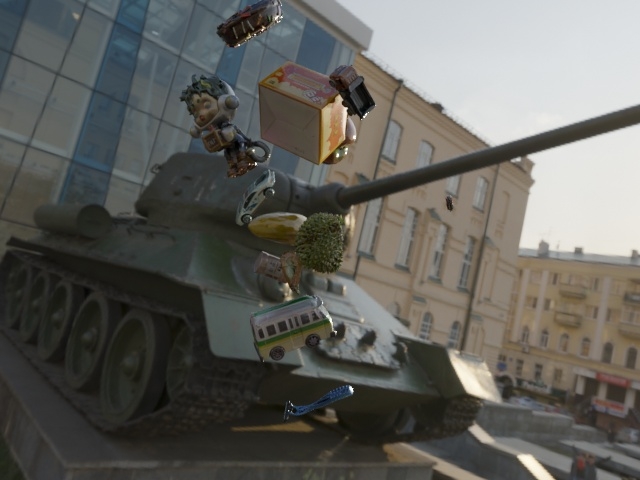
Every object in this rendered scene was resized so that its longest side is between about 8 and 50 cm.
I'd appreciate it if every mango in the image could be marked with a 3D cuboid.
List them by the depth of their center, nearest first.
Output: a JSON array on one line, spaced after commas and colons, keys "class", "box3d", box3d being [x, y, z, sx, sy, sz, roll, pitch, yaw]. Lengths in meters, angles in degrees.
[{"class": "mango", "box3d": [-0.150, -0.051, 2.223, 0.195, 0.143, 0.331, 0, -1, 24]}]

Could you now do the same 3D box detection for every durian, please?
[{"class": "durian", "box3d": [-0.001, 0.003, 2.002, 0.200, 0.237, 0.176, 8, -6, 34]}]

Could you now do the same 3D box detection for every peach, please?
[{"class": "peach", "box3d": [0.032, -0.474, 2.392, 0.252, 0.253, 0.252, 14, -7, 2]}]

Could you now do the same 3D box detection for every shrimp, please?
[{"class": "shrimp", "box3d": [-0.114, 0.132, 2.146, 0.091, 0.184, 0.043, -11, -4, 13]}]

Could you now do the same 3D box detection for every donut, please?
[{"class": "donut", "box3d": [-0.262, -0.815, 1.982, 0.269, 0.269, 0.103, 2, -53, 59]}]

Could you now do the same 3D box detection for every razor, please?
[{"class": "razor", "box3d": [-0.007, 0.523, 1.718, 0.253, 0.082, 0.042, -27, -62, 21]}]

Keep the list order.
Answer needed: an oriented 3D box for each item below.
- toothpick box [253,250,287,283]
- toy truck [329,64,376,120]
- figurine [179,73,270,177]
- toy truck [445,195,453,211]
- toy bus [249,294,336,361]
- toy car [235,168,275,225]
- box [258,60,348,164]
[{"class": "toothpick box", "box3d": [-0.198, 0.115, 2.257, 0.148, 0.099, 0.098, 22, -9, -16]}, {"class": "toy truck", "box3d": [0.116, -0.521, 1.865, 0.092, 0.083, 0.192, 20, -29, 56]}, {"class": "figurine", "box3d": [-0.367, -0.417, 1.904, 0.260, 0.382, 0.186, -24, -4, 23]}, {"class": "toy truck", "box3d": [0.461, -0.133, 1.894, 0.024, 0.032, 0.083, -15, -33, 10]}, {"class": "toy bus", "box3d": [-0.110, 0.320, 2.013, 0.305, 0.179, 0.143, -16, 19, -13]}, {"class": "toy car", "box3d": [-0.206, -0.131, 1.633, 0.056, 0.205, 0.095, 32, 26, -26]}, {"class": "box", "box3d": [-0.060, -0.485, 2.005, 0.283, 0.214, 0.260, 27, -39, 19]}]
